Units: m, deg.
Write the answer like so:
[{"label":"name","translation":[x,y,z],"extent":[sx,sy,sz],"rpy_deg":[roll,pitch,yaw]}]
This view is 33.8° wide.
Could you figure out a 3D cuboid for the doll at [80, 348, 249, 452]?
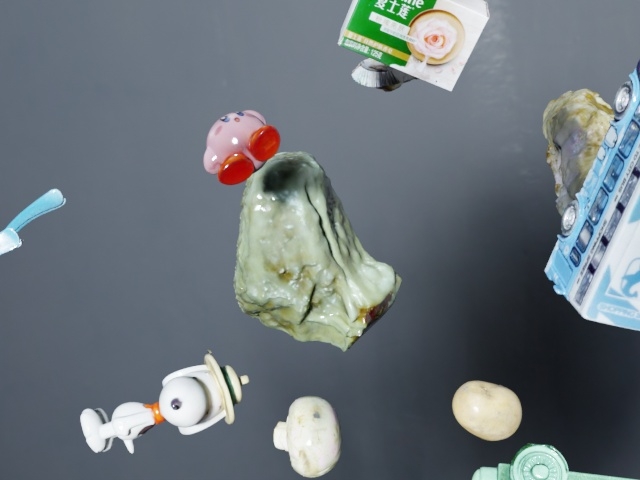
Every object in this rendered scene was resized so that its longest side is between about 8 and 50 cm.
[{"label":"doll","translation":[-0.285,0.300,1.929],"extent":[0.271,0.208,0.144],"rpy_deg":[-23,79,28]}]

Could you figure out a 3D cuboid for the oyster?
[{"label":"oyster","translation":[0.408,-0.105,1.557],"extent":[0.166,0.110,0.341],"rpy_deg":[-41,45,46]}]

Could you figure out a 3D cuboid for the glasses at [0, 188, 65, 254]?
[{"label":"glasses","translation":[-0.301,0.065,0.911],"extent":[0.088,0.220,0.189],"rpy_deg":[51,-167,-10]}]

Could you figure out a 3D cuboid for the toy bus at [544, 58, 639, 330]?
[{"label":"toy bus","translation":[0.331,-0.059,1.039],"extent":[0.131,0.106,0.297],"rpy_deg":[-102,27,-62]}]

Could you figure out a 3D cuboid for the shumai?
[{"label":"shumai","translation":[0.000,0.000,1.383],"extent":[0.225,0.222,0.260],"rpy_deg":[-77,-9,-49]}]

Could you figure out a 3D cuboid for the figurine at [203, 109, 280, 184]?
[{"label":"figurine","translation":[-0.086,-0.098,1.095],"extent":[0.071,0.083,0.067],"rpy_deg":[48,167,40]}]

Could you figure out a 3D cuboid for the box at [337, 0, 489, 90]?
[{"label":"box","translation":[0.143,-0.334,1.618],"extent":[0.081,0.199,0.135],"rpy_deg":[-84,16,-56]}]

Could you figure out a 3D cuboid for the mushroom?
[{"label":"mushroom","translation":[-0.012,0.201,1.082],"extent":[0.083,0.067,0.083],"rpy_deg":[-3,-90,-74]}]

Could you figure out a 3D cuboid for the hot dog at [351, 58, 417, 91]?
[{"label":"hot dog","translation":[0.135,-0.321,1.994],"extent":[0.108,0.191,0.059],"rpy_deg":[20,117,28]}]

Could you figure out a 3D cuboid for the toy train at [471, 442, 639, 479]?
[{"label":"toy train","translation":[0.482,0.518,1.846],"extent":[0.179,0.442,0.272],"rpy_deg":[85,-169,-65]}]

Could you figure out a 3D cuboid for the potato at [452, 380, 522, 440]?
[{"label":"potato","translation":[0.303,0.307,1.892],"extent":[0.112,0.147,0.112],"rpy_deg":[-25,57,44]}]
